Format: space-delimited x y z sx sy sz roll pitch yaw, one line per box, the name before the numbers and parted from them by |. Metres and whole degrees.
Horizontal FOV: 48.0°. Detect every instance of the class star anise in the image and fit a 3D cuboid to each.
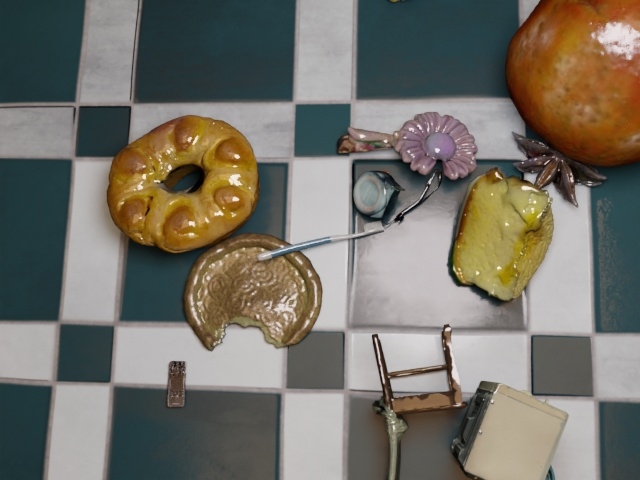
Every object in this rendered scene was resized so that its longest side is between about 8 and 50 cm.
star anise | 0.489 -0.155 1.492 0.205 0.061 0.180 11 69 2

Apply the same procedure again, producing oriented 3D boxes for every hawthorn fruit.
hawthorn fruit | 0.562 -0.351 1.342 0.403 0.403 0.402 -1 80 5

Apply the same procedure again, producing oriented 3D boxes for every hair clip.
hair clip | 0.180 -0.207 1.517 0.301 0.069 0.172 5 58 10

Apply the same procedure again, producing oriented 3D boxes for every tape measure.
tape measure | 0.163 -0.108 1.533 0.180 0.104 0.107 -18 46 -32

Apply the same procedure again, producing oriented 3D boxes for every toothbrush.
toothbrush | 0.000 0.000 1.516 0.276 0.019 0.025 -14 72 -6

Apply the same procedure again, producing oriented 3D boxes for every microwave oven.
microwave oven | 0.334 0.365 1.325 0.145 0.240 0.193 26 83 9

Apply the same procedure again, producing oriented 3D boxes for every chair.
chair | 0.192 0.336 1.388 0.186 0.160 0.318 -9 77 6

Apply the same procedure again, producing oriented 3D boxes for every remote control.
remote control | -0.301 0.302 1.514 0.039 0.014 0.096 -1 79 6

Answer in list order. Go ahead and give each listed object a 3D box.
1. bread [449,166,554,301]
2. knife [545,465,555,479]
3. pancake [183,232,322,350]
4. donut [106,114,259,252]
bread | 0.378 -0.019 1.443 0.174 0.133 0.251 25 114 37
knife | 0.438 0.527 1.392 0.064 0.031 0.221 -10 79 0
pancake | -0.147 0.120 1.523 0.288 0.033 0.286 39 85 10
donut | -0.282 -0.116 1.518 0.318 0.150 0.299 12 81 9
